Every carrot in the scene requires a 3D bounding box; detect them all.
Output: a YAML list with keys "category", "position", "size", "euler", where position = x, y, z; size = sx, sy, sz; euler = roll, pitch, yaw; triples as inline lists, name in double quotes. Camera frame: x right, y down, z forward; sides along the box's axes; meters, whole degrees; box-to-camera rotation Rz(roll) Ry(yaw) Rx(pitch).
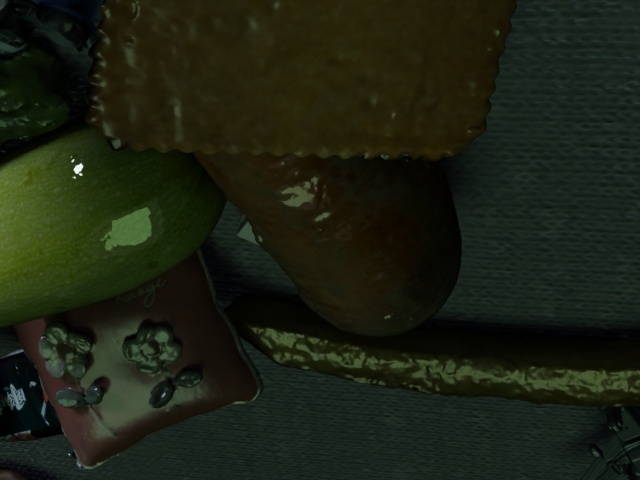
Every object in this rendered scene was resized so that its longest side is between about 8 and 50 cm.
- category: "carrot"
  position: [-0.003, -0.051, 0.778]
  size: [0.139, 0.138, 0.302]
  euler: [-9, 146, 28]

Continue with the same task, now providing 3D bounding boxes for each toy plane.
- category: "toy plane"
  position: [-0.234, -0.161, 0.743]
  size: [0.246, 0.078, 0.169]
  euler: [14, 179, 11]
- category: "toy plane"
  position: [0.300, 0.193, 1.103]
  size: [0.226, 0.058, 0.226]
  euler: [-28, 131, 23]

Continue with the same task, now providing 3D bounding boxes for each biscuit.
- category: "biscuit"
  position: [0.003, -0.146, 0.634]
  size: [0.237, 0.013, 0.232]
  euler: [0, 121, -21]

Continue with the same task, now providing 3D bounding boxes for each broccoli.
- category: "broccoli"
  position: [-0.318, -0.075, 0.869]
  size: [0.304, 0.145, 0.165]
  euler: [-14, 143, 14]

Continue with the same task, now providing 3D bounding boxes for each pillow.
- category: "pillow"
  position: [-0.156, 0.090, 1.004]
  size: [0.179, 0.075, 0.171]
  euler: [-22, 101, 8]

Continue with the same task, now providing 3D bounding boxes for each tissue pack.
- category: "tissue pack"
  position: [-0.237, 0.135, 1.139]
  size: [0.170, 0.090, 0.103]
  euler: [-20, 174, 37]

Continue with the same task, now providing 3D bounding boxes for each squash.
- category: "squash"
  position: [-0.167, -0.019, 0.882]
  size: [0.247, 0.132, 0.132]
  euler: [-16, 136, 35]

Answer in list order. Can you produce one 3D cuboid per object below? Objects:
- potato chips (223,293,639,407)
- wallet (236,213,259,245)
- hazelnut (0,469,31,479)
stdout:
- category: "potato chips"
  position: [0.117, 0.096, 1.022]
  size: [0.407, 0.057, 0.080]
  euler: [5, 131, 11]
- category: "wallet"
  position: [0.000, 0.000, 0.953]
  size: [0.122, 0.025, 0.061]
  euler: [24, 137, -16]
- category: "hazelnut"
  position: [-0.390, 0.352, 1.474]
  size: [0.150, 0.150, 0.150]
  euler: [8, 145, 6]
